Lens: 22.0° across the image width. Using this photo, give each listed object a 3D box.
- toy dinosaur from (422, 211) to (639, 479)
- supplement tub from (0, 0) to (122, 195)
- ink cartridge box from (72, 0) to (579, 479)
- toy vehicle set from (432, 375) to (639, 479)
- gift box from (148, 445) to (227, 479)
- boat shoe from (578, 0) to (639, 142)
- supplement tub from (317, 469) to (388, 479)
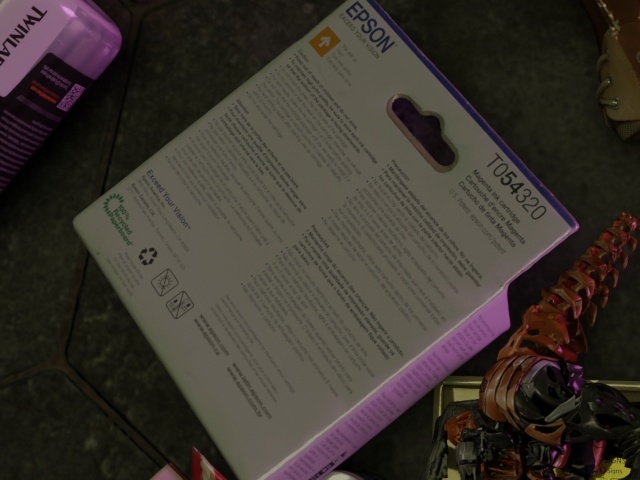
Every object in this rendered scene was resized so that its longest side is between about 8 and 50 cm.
[{"bbox_3d":[0.186,0.144,1.263,0.218,0.164,0.322,16,108,33],"label":"toy dinosaur"},{"bbox_3d":[-0.341,-0.121,1.455,0.193,0.193,0.316,41,93,17],"label":"supplement tub"},{"bbox_3d":[0.000,0.000,1.359,0.330,0.071,0.324,-38,56,1],"label":"ink cartridge box"},{"bbox_3d":[0.222,0.197,1.334,0.267,0.035,0.166,1,82,15],"label":"toy vehicle set"},{"bbox_3d":[-0.146,0.330,1.260,0.276,0.258,0.255,49,127,2],"label":"gift box"},{"bbox_3d":[0.278,-0.132,1.328,0.120,0.122,0.324,-44,73,9],"label":"boat shoe"},{"bbox_3d":[0.024,0.223,1.347,0.071,0.107,0.071,-2,81,15],"label":"supplement tub"}]
